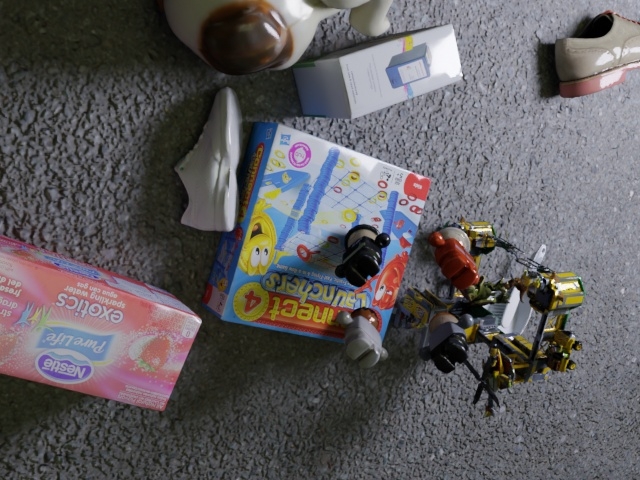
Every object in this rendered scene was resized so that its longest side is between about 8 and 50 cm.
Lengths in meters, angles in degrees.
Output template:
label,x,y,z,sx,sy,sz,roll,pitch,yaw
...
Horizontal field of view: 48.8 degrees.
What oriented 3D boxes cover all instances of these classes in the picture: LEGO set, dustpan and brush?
label,x,y,z,sx,sy,sz,roll,pitch,yaw
LEGO set,0.257,0.108,1.193,0.192,0.331,0.255,-3,122,-28
dustpan and brush,0.382,0.101,1.389,0.147,0.060,0.211,24,88,-31

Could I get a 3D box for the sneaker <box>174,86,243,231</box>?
label,x,y,z,sx,sy,sz,roll,pitch,yaw
sneaker,-0.166,-0.121,1.029,0.094,0.080,0.212,3,85,11

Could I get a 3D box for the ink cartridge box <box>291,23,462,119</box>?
label,x,y,z,sx,sy,sz,roll,pitch,yaw
ink cartridge box,0.086,-0.260,1.090,0.212,0.154,0.093,-21,109,-24

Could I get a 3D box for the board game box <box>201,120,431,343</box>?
label,x,y,z,sx,sy,sz,roll,pitch,yaw
board game box,0.000,0.000,1.135,0.308,0.086,0.302,15,93,-31

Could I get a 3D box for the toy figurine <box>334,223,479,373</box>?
label,x,y,z,sx,sy,sz,roll,pitch,yaw
toy figurine,0.129,0.083,1.062,0.213,0.148,0.210,-1,109,4

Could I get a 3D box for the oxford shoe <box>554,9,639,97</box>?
label,x,y,z,sx,sy,sz,roll,pitch,yaw
oxford shoe,0.601,-0.395,1.378,0.348,0.123,0.130,-28,107,-23

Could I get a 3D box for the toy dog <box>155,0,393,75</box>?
label,x,y,z,sx,sy,sz,roll,pitch,yaw
toy dog,-0.032,-0.395,0.901,0.408,0.284,0.395,-54,153,14

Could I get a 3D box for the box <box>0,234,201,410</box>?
label,x,y,z,sx,sy,sz,roll,pitch,yaw
box,-0.333,0.104,0.928,0.300,0.154,0.142,24,88,-32
